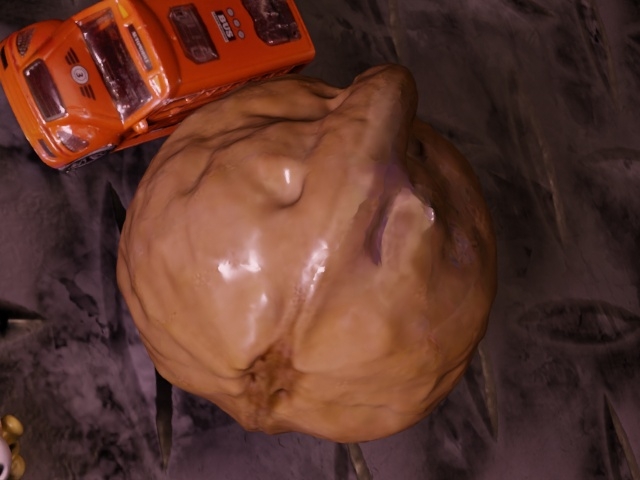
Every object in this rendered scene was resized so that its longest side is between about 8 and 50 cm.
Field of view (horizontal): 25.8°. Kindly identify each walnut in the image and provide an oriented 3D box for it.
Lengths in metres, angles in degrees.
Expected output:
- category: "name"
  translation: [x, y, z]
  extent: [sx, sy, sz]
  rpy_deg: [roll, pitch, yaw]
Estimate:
- category: "walnut"
  translation: [-0.010, 0.005, 1.338]
  extent: [0.383, 0.383, 0.383]
  rpy_deg: [23, 54, -36]

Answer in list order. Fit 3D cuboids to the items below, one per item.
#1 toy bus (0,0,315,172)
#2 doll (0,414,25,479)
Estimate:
- category: "toy bus"
  translation: [-0.160, -0.182, 1.410]
  extent: [0.329, 0.153, 0.143]
  rpy_deg: [-23, 88, -49]
- category: "doll"
  translation: [-0.335, 0.213, 1.073]
  extent: [0.291, 0.086, 0.117]
  rpy_deg: [-21, 125, -51]
